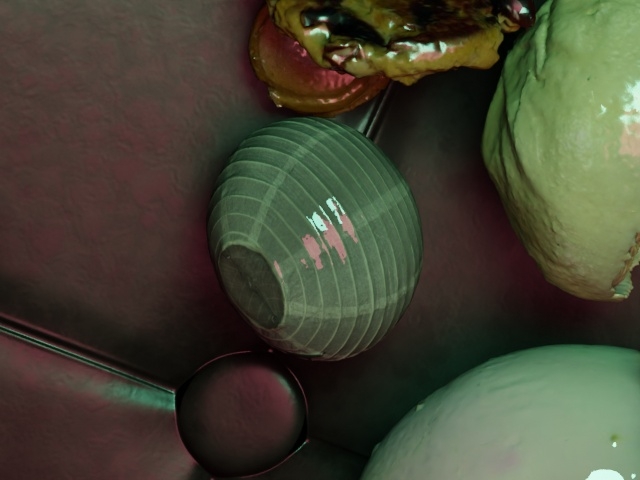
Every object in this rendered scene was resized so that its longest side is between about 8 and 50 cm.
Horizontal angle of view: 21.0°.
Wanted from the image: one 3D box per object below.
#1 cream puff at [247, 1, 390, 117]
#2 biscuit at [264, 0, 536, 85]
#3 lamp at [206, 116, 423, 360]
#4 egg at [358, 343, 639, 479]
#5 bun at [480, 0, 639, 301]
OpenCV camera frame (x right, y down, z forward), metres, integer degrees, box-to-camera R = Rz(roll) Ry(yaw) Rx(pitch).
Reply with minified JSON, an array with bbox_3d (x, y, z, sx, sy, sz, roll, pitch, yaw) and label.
[{"bbox_3d":[0.006,-0.202,1.786,0.165,0.115,0.150,10,89,11],"label":"cream puff"},{"bbox_3d":[0.071,-0.271,1.698,0.289,0.334,0.081,-1,139,-8],"label":"biscuit"},{"bbox_3d":[0.000,0.000,1.786,0.233,0.233,0.265,-25,99,-1],"label":"lamp"},{"bbox_3d":[0.198,0.293,1.831,0.340,0.354,0.354,-7,105,9],"label":"egg"},{"bbox_3d":[0.275,-0.130,1.734,0.202,0.364,0.364,19,102,12],"label":"bun"}]
